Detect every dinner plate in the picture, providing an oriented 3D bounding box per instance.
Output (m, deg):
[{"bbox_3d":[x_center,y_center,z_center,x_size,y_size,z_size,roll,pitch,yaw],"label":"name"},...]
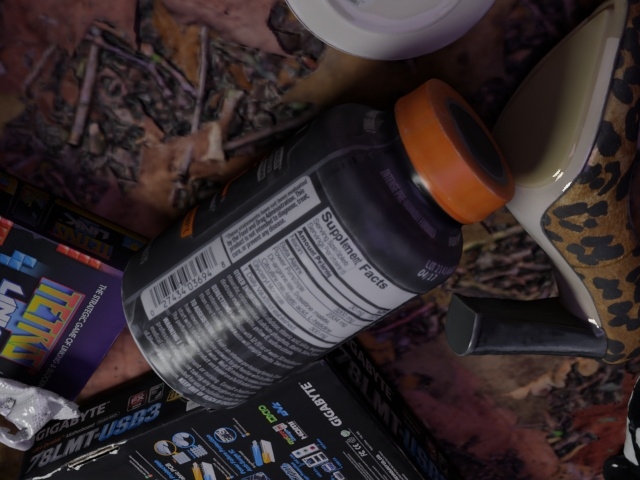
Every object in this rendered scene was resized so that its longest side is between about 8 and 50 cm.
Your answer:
[{"bbox_3d":[0.042,-0.165,0.562,0.141,0.017,0.141,1,129,2],"label":"dinner plate"}]

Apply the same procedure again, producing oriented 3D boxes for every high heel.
[{"bbox_3d":[0.202,-0.031,0.641,0.186,0.093,0.261,3,121,-25],"label":"high heel"}]

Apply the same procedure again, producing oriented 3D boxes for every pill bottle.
[{"bbox_3d":[0.000,0.000,0.620,0.246,0.130,0.130,-33,121,24],"label":"pill bottle"}]

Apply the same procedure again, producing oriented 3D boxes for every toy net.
[{"bbox_3d":[-0.293,0.137,0.745,0.232,0.045,0.122,5,146,13],"label":"toy net"}]

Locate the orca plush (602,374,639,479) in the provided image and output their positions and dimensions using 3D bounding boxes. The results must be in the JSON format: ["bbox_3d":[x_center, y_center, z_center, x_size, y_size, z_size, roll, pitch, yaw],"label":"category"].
[{"bbox_3d":[0.317,0.239,0.807,0.151,0.102,0.287,-3,126,12],"label":"orca plush"}]

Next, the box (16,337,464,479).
[{"bbox_3d":[-0.049,0.218,0.830,0.293,0.073,0.295,-24,124,20],"label":"box"}]

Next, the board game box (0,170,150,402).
[{"bbox_3d":[-0.218,0.044,0.711,0.141,0.048,0.170,26,124,-17],"label":"board game box"}]
